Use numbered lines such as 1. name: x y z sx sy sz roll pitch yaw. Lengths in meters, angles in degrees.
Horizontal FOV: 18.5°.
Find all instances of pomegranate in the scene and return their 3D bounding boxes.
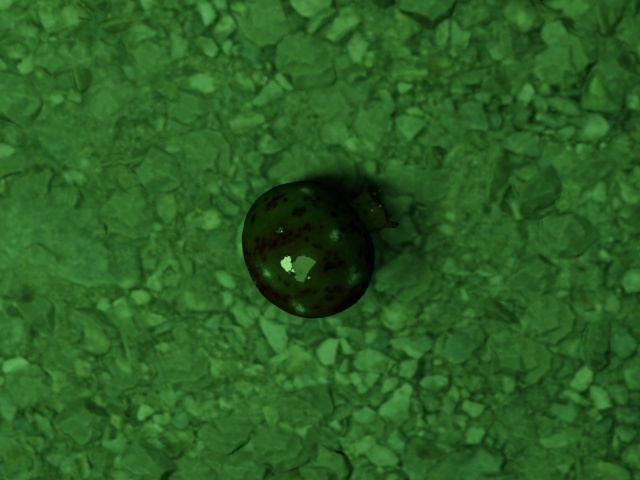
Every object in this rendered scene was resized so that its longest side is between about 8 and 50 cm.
1. pomegranate: -0.006 0.003 1.711 0.130 0.130 0.130 4 116 8
